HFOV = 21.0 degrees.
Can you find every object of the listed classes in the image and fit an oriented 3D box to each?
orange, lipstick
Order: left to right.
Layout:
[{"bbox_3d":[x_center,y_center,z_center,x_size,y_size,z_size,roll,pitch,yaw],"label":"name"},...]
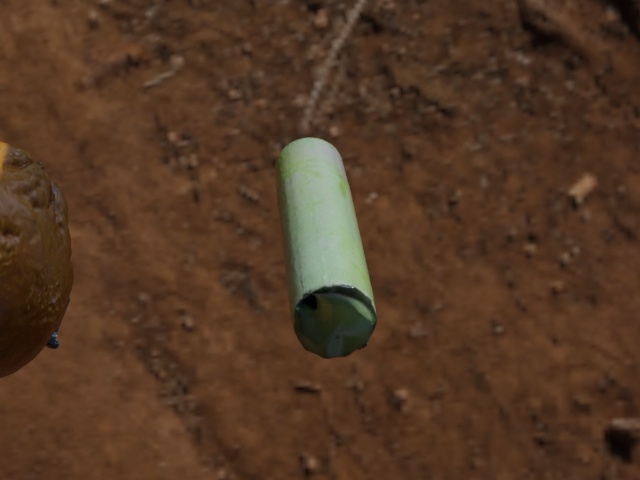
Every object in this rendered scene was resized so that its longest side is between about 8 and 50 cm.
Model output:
[{"bbox_3d":[-0.180,0.003,0.812,0.135,0.135,0.117,48,63,-31],"label":"orange"},{"bbox_3d":[0.000,0.000,1.557,0.076,0.076,0.304,54,12,-27],"label":"lipstick"}]

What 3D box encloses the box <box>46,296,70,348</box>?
[{"bbox_3d":[-0.288,0.056,1.626,0.074,0.099,0.054,20,96,-58],"label":"box"}]
